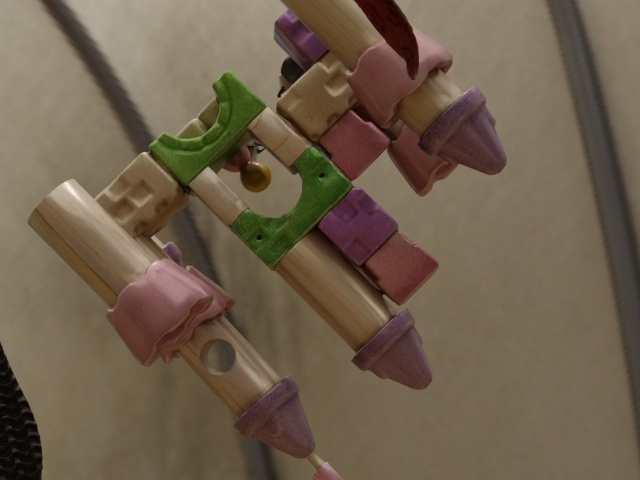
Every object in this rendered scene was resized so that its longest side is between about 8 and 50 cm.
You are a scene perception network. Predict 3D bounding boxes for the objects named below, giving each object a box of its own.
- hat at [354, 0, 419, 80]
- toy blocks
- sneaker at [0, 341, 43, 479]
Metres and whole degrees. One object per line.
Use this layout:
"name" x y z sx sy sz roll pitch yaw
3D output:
"hat" -0.020 -0.198 0.659 0.184 0.173 0.208 22 -4 9
"toy blocks" 0.000 0.000 1.157 0.260 0.288 0.309 44 -4 5
"sneaker" -0.203 0.088 0.942 0.075 0.057 0.161 -175 -112 -73
